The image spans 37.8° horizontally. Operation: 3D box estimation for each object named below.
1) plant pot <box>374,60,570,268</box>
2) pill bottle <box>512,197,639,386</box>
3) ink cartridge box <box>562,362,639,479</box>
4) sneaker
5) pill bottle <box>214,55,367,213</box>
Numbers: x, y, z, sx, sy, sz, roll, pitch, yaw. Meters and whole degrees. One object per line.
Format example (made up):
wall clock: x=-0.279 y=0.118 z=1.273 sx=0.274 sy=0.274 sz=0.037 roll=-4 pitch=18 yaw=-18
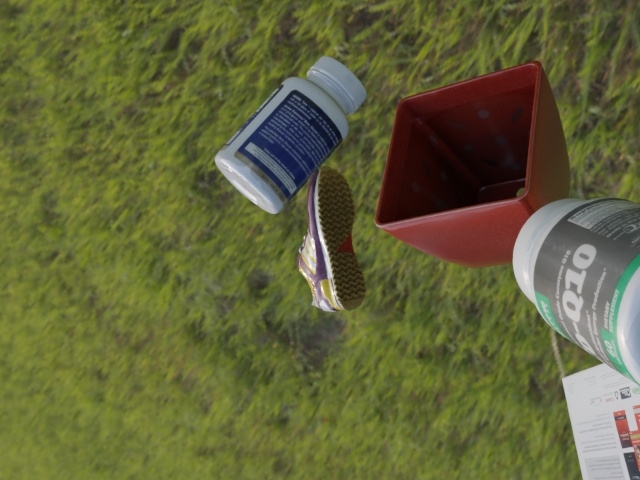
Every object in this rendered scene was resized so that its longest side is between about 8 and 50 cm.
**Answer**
plant pot: x=0.281 y=-0.096 z=1.558 sx=0.267 sy=0.267 sz=0.236 roll=-11 pitch=144 yaw=35
pill bottle: x=0.392 y=0.056 z=1.188 sx=0.204 sy=0.204 sz=0.361 roll=40 pitch=-179 yaw=-15
ink cartridge box: x=0.491 y=0.307 z=1.368 sx=0.130 sy=0.271 sz=0.309 roll=-6 pitch=166 yaw=-8
sneaker: x=0.000 y=0.000 z=1.185 sx=0.084 sy=0.070 sz=0.185 roll=-5 pitch=94 yaw=48
pill bottle: x=-0.028 y=-0.120 z=1.033 sx=0.094 sy=0.169 sz=0.094 roll=40 pitch=171 yaw=8
